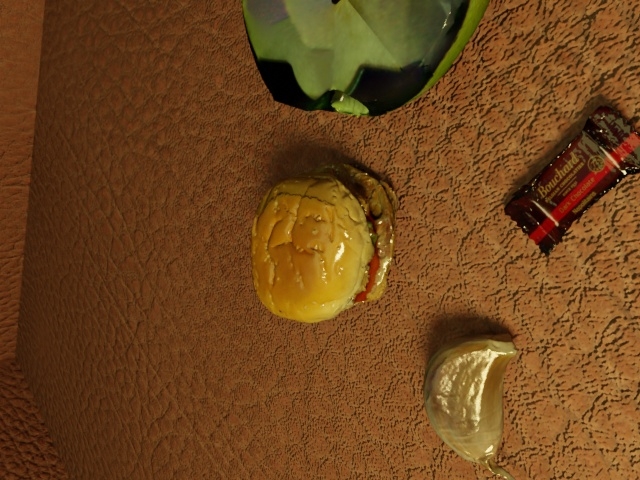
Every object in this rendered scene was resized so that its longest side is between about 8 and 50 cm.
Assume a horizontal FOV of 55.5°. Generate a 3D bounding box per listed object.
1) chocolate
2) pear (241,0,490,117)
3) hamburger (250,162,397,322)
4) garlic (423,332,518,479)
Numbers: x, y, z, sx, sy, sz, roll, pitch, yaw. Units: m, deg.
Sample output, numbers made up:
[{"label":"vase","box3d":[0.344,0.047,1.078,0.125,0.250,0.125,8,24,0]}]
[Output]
[{"label":"chocolate","box3d":[0.291,-0.066,0.700,0.086,0.028,0.183,51,132,21]},{"label":"pear","box3d":[0.079,-0.349,0.791,0.398,0.165,0.400,10,104,48]},{"label":"hamburger","box3d":[0.000,0.000,0.939,0.244,0.162,0.245,8,101,50]},{"label":"garlic","box3d":[0.203,0.221,0.805,0.128,0.090,0.199,-2,90,37]}]
